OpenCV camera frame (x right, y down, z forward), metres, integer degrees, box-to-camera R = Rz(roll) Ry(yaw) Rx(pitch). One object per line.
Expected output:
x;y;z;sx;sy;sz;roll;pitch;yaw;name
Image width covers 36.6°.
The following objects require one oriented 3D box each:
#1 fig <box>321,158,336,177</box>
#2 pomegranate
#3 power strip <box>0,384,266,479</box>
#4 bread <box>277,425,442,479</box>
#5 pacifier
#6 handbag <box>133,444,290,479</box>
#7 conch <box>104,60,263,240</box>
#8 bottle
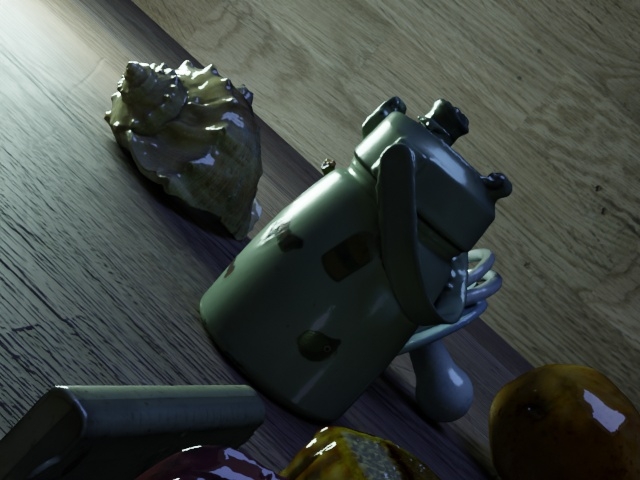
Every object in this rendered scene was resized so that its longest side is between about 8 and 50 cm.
-0.013;0.010;1.344;0.160;0.143;0.231;-122;-169;-45;fig
0.367;0.297;1.432;0.248;0.248;0.248;40;9;-7;pomegranate
-0.108;0.129;0.606;0.034;0.092;0.268;48;11;21;power strip
0.064;0.251;0.759;0.181;0.096;0.222;33;12;-31;bread
0.166;0.152;1.411;0.299;0.244;0.233;-66;138;-80;pacifier
-0.022;0.206;0.438;0.225;0.146;0.135;38;15;-24;handbag
-0.173;-0.139;1.431;0.324;0.186;0.263;35;29;-33;conch
0.060;0.015;1.056;0.229;0.352;0.229;42;8;-7;bottle
